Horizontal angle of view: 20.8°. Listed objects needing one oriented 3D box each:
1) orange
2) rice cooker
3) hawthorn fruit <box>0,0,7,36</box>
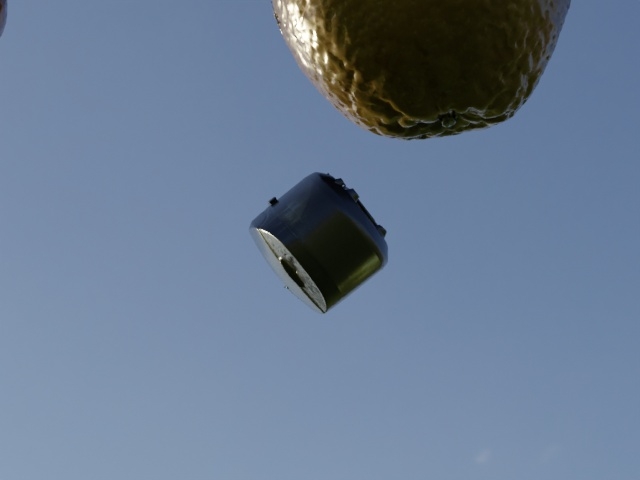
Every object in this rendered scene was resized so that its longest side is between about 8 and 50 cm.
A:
[{"bbox_3d":[0.105,-0.277,1.820,0.322,0.357,0.322,-9,-23,-4],"label":"orange"},{"bbox_3d":[0.000,0.000,1.568,0.106,0.112,0.165,-38,9,3],"label":"rice cooker"},{"bbox_3d":[-0.398,-0.257,1.919,0.128,0.128,0.128,-5,-28,-3],"label":"hawthorn fruit"}]
